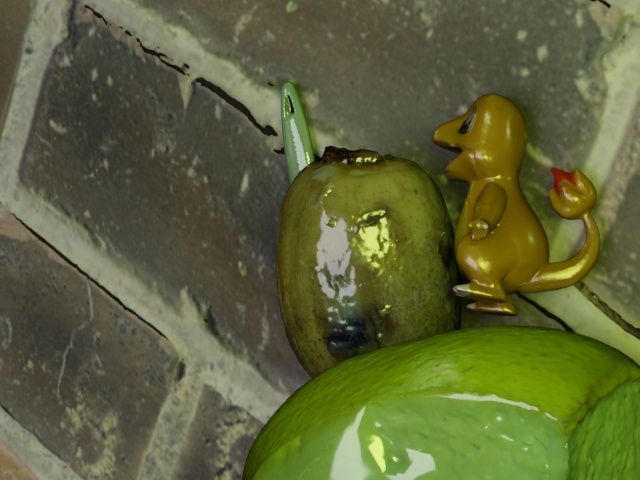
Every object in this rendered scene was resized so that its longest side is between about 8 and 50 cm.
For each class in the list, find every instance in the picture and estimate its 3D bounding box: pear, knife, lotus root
[{"bbox_3d":[0.089,0.212,1.263,0.318,0.238,0.342,10,113,27],"label":"pear"},{"bbox_3d":[-0.001,0.000,1.503,0.043,0.020,0.293,-10,88,41],"label":"knife"},{"bbox_3d":[0.041,0.057,1.389,0.154,0.154,0.278,5,107,42],"label":"lotus root"}]

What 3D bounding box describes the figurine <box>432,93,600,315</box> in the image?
[{"bbox_3d":[0.156,-0.034,1.318,0.122,0.121,0.176,-12,76,15],"label":"figurine"}]
